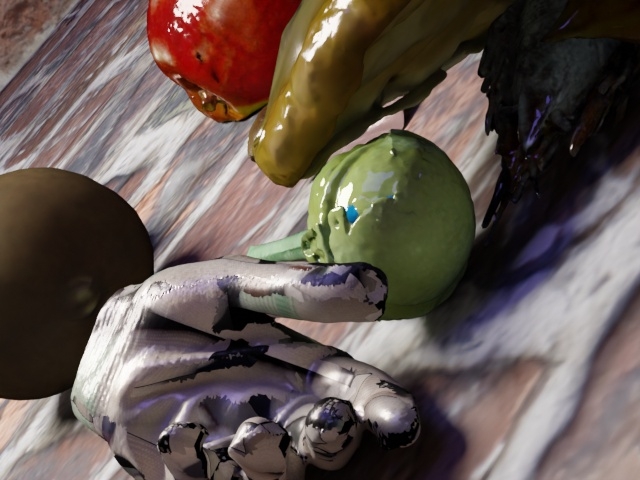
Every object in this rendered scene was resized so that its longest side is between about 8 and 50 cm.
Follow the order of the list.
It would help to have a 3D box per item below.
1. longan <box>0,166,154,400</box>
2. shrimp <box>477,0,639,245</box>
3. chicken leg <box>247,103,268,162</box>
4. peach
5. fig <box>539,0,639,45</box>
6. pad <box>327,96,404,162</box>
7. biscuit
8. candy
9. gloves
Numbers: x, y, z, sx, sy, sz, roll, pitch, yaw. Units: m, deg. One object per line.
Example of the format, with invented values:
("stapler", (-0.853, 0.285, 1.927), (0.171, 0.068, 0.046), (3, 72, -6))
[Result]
("longan", (-0.217, 0.030, 1.146), (0.189, 0.189, 0.189), (-41, 19, 17))
("shrimp", (0.123, -0.090, 0.795), (0.090, 0.079, 0.233), (13, 58, 26))
("chicken leg", (0.012, -0.136, 1.161), (0.198, 0.069, 0.085), (-52, 41, 3))
("peach", (-0.041, -0.240, 1.355), (0.267, 0.159, 0.154), (-45, 24, -3))
("fig", (0.174, -0.136, 0.726), (0.155, 0.103, 0.109), (-34, 2, 4))
("pad", (0.024, -0.142, 1.098), (0.113, 0.006, 0.187), (-21, 54, 40))
("biscuit", (0.099, -0.175, 0.856), (0.329, 0.078, 0.335), (-48, -10, 28))
("candy", (0.000, 0.000, 0.887), (0.092, 0.093, 0.335), (-37, 8, -16))
("gloves", (-0.030, 0.077, 0.747), (0.212, 0.111, 0.127), (16, 55, 38))
